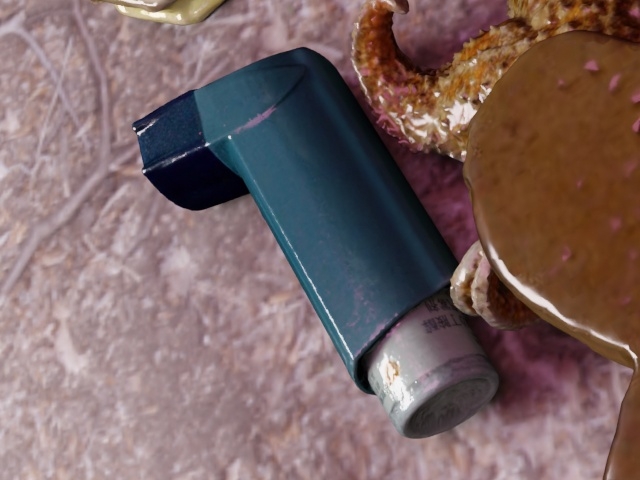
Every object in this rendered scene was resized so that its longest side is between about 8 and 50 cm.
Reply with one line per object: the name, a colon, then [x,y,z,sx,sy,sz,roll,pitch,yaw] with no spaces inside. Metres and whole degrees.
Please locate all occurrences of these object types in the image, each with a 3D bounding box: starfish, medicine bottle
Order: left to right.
medicine bottle: [0.000,0.000,0.981,0.124,0.079,0.258,-38,61,10]
starfish: [0.159,-0.103,0.910,0.303,0.113,0.312,-43,57,12]

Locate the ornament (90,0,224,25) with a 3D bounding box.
ornament: [-0.058,-0.232,1.100,0.180,0.059,0.201,11,83,30]

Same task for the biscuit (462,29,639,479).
biscuit: [0.271,0.004,0.699,0.394,0.076,0.368,-32,61,24]
